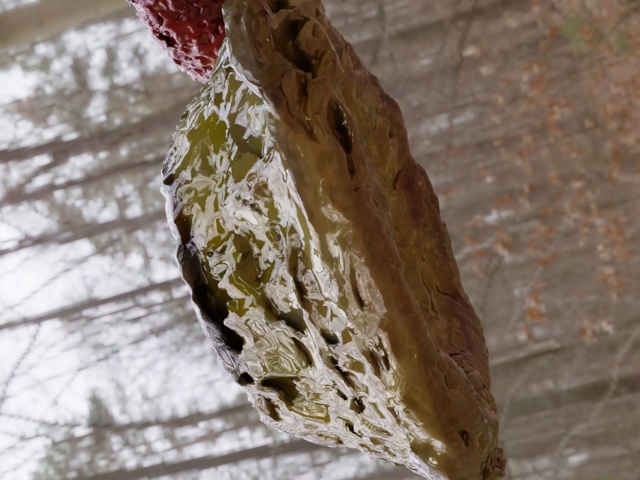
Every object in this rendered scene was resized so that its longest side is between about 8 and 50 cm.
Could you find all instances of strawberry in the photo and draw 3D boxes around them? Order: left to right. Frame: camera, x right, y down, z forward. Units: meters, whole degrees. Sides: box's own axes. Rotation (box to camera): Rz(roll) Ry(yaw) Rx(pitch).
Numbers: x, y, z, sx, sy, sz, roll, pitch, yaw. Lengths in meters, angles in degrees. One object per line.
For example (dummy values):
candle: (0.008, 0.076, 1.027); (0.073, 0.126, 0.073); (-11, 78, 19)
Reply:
strawberry: (-0.094, -0.181, 1.185); (0.188, 0.121, 0.082); (13, -135, -56)

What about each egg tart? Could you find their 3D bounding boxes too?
egg tart: (0.001, 0.000, 0.761); (0.341, 0.129, 0.341); (-20, -90, -79)
